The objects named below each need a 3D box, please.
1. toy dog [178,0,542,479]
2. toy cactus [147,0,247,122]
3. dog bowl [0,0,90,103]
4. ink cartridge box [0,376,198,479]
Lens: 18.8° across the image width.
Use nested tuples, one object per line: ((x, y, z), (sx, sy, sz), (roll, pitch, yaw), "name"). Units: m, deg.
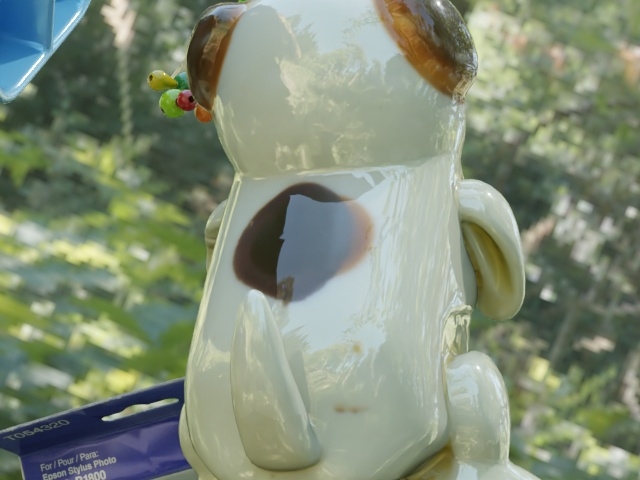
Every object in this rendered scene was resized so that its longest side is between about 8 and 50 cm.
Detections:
((0.000, 0.000, 1.486), (0.284, 0.408, 0.395), (-7, -17, 29), "toy dog")
((-0.111, -0.188, 1.990), (0.112, 0.219, 0.180), (42, -32, -15), "toy cactus")
((-0.231, -0.203, 1.444), (0.074, 0.166, 0.297), (13, 31, 8), "dog bowl")
((-0.120, 0.226, 1.963), (0.324, 0.071, 0.330), (-17, -23, 21), "ink cartridge box")
